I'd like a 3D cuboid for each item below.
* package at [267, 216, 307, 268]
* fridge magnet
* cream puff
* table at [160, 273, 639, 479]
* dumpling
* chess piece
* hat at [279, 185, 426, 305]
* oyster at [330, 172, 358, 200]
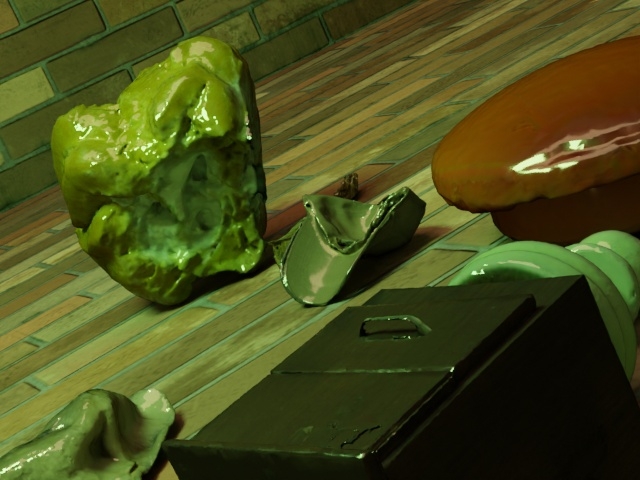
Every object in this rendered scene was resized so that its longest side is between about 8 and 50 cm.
[{"bbox_3d":[0.000,0.000,1.492,0.071,0.047,0.131,-30,13,-33],"label":"package"},{"bbox_3d":[0.286,-0.109,1.209,0.364,0.155,0.363,-22,14,6],"label":"fridge magnet"},{"bbox_3d":[-0.202,-0.104,1.586,0.270,0.323,0.274,-1,31,1],"label":"cream puff"},{"bbox_3d":[0.058,0.128,0.687,0.193,0.172,0.169,-36,18,-37],"label":"table"},{"bbox_3d":[-0.240,0.211,1.056,0.166,0.086,0.332,-11,24,50],"label":"dumpling"},{"bbox_3d":[0.195,0.043,0.916,0.139,0.139,0.272,-14,7,33],"label":"chess piece"},{"bbox_3d":[0.032,0.013,1.386,0.147,0.085,0.175,3,52,39],"label":"hat"},{"bbox_3d":[0.032,-0.067,1.714,0.093,0.034,0.051,-44,6,-26],"label":"oyster"}]
